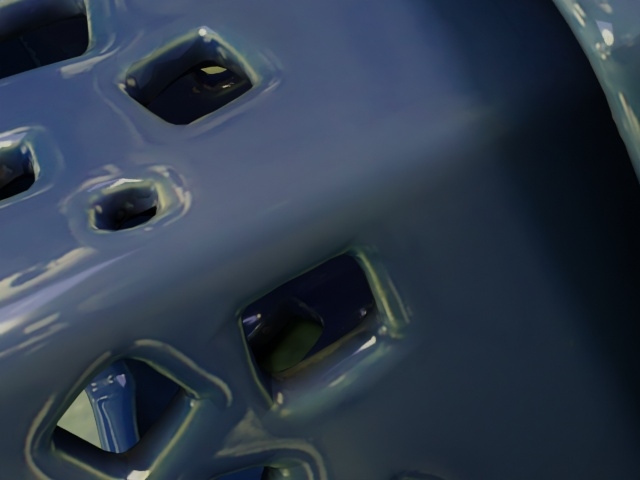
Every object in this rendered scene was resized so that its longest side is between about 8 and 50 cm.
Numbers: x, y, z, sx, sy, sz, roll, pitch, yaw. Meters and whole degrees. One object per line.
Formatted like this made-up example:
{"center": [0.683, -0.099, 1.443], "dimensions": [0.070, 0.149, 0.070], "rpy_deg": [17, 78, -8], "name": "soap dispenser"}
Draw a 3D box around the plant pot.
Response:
{"center": [0.000, 0.000, 0.446], "dimensions": [0.212, 0.236, 0.236], "rpy_deg": [-27, 41, 4], "name": "plant pot"}
